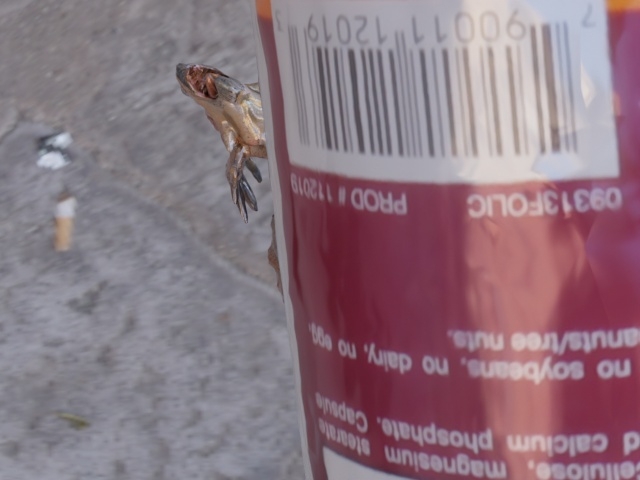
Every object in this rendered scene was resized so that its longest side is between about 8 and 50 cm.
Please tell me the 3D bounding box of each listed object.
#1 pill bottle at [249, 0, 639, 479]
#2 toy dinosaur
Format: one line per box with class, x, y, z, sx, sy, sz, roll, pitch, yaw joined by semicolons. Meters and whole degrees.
pill bottle;0.102;0.049;0.615;0.224;0.224;0.392;-15;108;-28
toy dinosaur;0.000;0.000;1.285;0.127;0.200;0.295;-33;132;-41
